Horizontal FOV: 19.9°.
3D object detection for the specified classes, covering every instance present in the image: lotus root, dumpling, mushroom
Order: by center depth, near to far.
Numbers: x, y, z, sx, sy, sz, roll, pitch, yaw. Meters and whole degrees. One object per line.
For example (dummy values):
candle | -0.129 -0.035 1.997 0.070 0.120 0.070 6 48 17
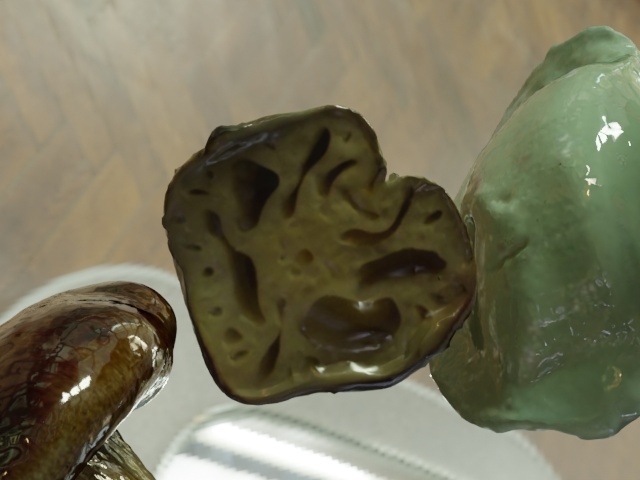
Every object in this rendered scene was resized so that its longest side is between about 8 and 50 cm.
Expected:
mushroom | -0.059 0.120 0.750 0.217 0.148 0.227 37 12 -3
lotus root | 0.000 -0.001 1.237 0.180 0.199 0.188 -80 160 -82
dumpling | 0.200 0.008 1.430 0.212 0.270 0.320 32 31 3
